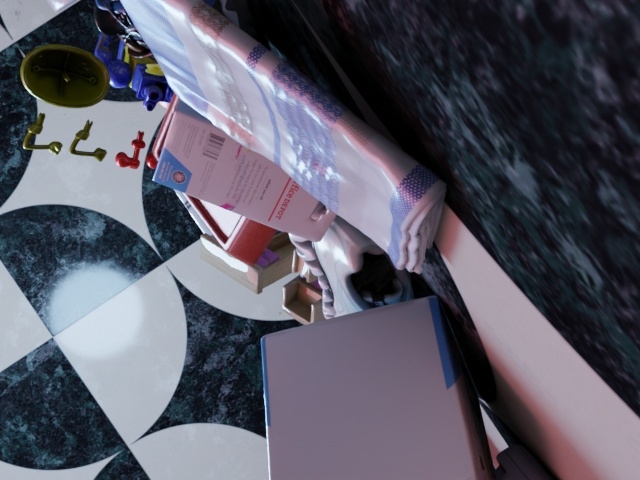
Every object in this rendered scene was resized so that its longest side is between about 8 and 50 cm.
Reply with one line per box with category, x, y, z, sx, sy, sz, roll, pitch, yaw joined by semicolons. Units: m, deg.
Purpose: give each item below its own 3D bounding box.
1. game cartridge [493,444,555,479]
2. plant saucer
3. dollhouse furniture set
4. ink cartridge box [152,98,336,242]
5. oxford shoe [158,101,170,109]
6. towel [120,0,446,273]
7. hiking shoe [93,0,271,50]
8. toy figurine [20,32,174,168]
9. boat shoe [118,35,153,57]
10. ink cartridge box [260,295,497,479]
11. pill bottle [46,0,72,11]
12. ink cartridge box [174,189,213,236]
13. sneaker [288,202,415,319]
game cartridge;0.296;0.370;0.883;0.294;0.060;0.196;58;180;-38
plant saucer;-0.142;-0.120;1.138;0.258;0.048;0.259;52;138;14
dollhouse furniture set;-0.036;-0.083;1.239;0.286;0.198;0.303;29;130;32
ink cartridge box;-0.062;-0.078;0.797;0.181;0.104;0.061;22;-132;-9
oxford shoe;-0.324;-0.451;1.675;0.397;0.140;0.146;61;148;29
towel;-0.030;-0.084;0.591;0.285;0.034;0.209;38;172;10
hiking shoe;-0.147;-0.221;0.785;0.304;0.132;0.113;54;177;37
toy figurine;-0.307;-0.253;1.325;0.217;0.363;0.191;-116;37;-49
boat shoe;-0.250;-0.343;1.171;0.132;0.130;0.355;57;177;-14
ink cartridge box;0.077;0.225;0.882;0.270;0.197;0.198;59;-160;-53
pill bottle;-0.256;-0.353;0.626;0.323;0.181;0.181;57;177;-21
ink cartridge box;-0.182;-0.111;1.757;0.307;0.223;0.129;56;178;-4
sneaker;0.061;0.064;0.929;0.118;0.110;0.292;41;168;43
